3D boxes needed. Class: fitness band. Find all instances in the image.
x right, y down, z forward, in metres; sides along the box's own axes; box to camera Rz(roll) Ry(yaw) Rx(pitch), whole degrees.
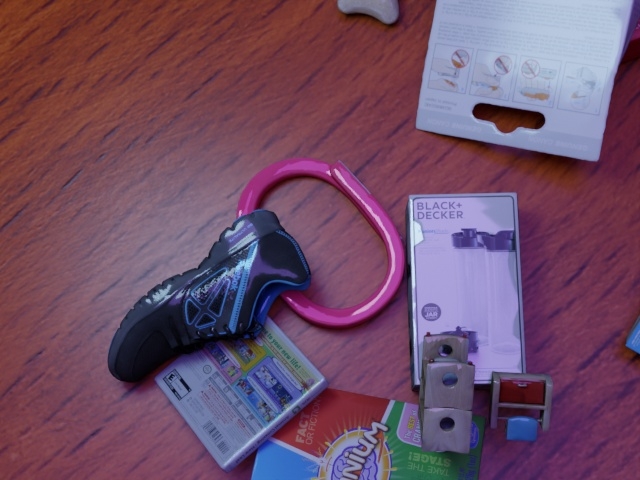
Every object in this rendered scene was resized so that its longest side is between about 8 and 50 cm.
[{"bbox_3d":[0.000,0.000,1.772,0.209,0.054,0.291,-39,77,-4],"label":"fitness band"}]

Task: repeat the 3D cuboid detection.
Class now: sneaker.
[{"bbox_3d":[-0.167,0.107,1.688,0.341,0.125,0.139,-42,75,6],"label":"sneaker"}]

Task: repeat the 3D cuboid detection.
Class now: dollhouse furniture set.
[{"bbox_3d":[0.231,0.209,1.578,0.184,0.129,0.128,3,104,2],"label":"dollhouse furniture set"}]

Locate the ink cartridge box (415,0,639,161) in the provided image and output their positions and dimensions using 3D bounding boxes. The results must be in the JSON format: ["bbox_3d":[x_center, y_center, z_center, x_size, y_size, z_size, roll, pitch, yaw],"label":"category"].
[{"bbox_3d":[0.331,-0.335,1.775,0.308,0.091,0.384,13,98,26],"label":"ink cartridge box"}]

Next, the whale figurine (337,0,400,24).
[{"bbox_3d":[0.108,-0.492,1.862,0.216,0.141,0.272,13,101,3],"label":"whale figurine"}]

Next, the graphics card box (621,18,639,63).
[{"bbox_3d":[0.481,-0.481,1.845,0.233,0.094,0.370,-20,75,-2],"label":"graphics card box"}]

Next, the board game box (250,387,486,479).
[{"bbox_3d":[0.063,0.344,1.642,0.317,0.064,0.242,9,61,5],"label":"board game box"}]

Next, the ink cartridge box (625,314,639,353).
[{"bbox_3d":[0.554,0.151,1.683,0.181,0.061,0.104,31,104,10],"label":"ink cartridge box"}]

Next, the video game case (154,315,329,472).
[{"bbox_3d":[-0.119,0.208,1.689,0.193,0.023,0.212,-40,49,-7],"label":"video game case"}]

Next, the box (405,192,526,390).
[{"bbox_3d":[0.214,0.077,1.721,0.169,0.087,0.289,0,76,2],"label":"box"}]
